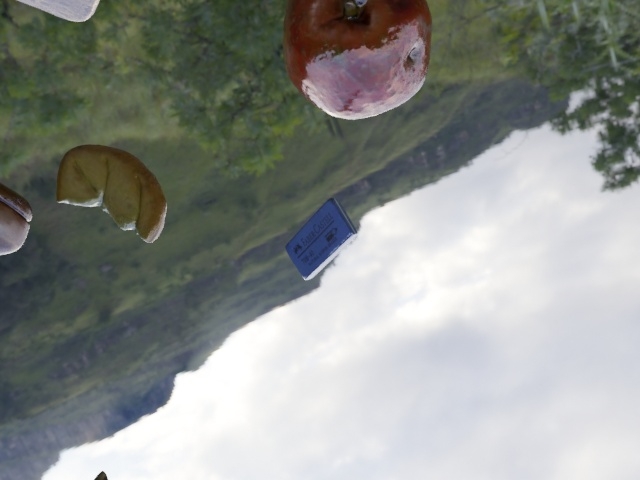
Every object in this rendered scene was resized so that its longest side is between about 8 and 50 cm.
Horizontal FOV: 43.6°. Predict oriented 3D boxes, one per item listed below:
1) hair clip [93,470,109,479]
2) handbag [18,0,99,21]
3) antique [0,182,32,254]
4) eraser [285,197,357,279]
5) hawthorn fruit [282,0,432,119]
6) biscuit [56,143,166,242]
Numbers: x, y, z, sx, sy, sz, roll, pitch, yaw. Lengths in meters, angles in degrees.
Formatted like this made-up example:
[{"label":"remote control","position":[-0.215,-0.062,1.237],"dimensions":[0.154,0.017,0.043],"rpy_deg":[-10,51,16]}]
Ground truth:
[{"label":"hair clip","position":[-0.324,0.394,0.895],"dimensions":[0.106,0.084,0.292],"rpy_deg":[33,-97,25]},{"label":"handbag","position":[-0.278,-0.283,0.711],"dimensions":[0.193,0.072,0.151],"rpy_deg":[19,159,-23]},{"label":"antique","position":[-0.592,-0.044,1.236],"dimensions":[0.278,0.129,0.223],"rpy_deg":[12,160,8]},{"label":"eraser","position":[0.000,0.000,1.510],"dimensions":[0.036,0.082,0.225],"rpy_deg":[-24,167,-36]},{"label":"hawthorn fruit","position":[0.059,-0.348,1.365],"dimensions":[0.275,0.276,0.300],"rpy_deg":[-19,169,4]},{"label":"biscuit","position":[-0.429,-0.112,1.657],"dimensions":[0.299,0.154,0.045],"rpy_deg":[22,178,24]}]
